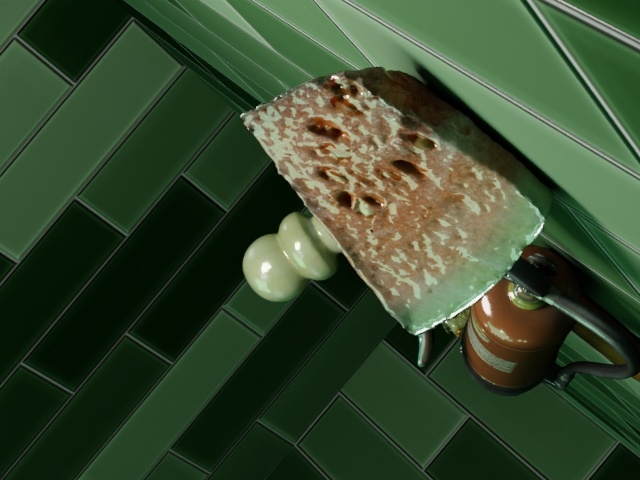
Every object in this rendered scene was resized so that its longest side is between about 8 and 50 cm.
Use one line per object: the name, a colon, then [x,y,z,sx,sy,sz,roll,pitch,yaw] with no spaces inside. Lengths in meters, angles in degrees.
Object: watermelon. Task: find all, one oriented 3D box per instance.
watermelon: [0.058,-0.064,1.200,0.256,0.193,0.140,37,-148,-20]

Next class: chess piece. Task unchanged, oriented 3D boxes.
chess piece: [0.000,0.000,2.122,0.144,0.251,0.144,52,-168,-16]

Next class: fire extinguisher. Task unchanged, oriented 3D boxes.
fire extinguisher: [0.248,0.089,1.563,0.200,0.113,0.376,11,164,8]

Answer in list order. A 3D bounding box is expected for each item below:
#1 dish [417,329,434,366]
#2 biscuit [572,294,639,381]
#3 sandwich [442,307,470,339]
dish: [0.138,0.017,1.655,0.224,0.078,0.246,-62,-34,-79]
biscuit: [0.319,0.100,1.721,0.192,0.036,0.186,41,-179,36]
sandwich: [0.259,0.117,2.326,0.122,0.128,0.236,44,180,19]
